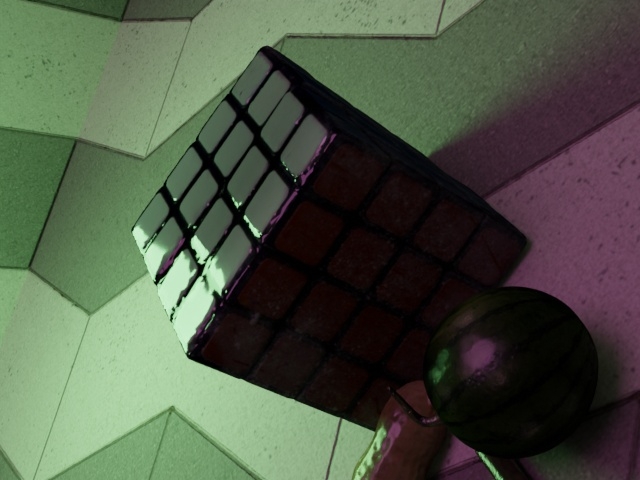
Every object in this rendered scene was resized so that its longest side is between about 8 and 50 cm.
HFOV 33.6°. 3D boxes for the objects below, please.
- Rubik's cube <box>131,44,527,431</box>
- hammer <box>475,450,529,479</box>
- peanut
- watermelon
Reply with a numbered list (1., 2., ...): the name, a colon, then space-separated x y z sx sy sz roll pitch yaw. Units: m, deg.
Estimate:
1. Rubik's cube: 0.000 0.000 1.423 0.343 0.344 0.337 -54 32 10
2. hammer: 0.242 0.307 1.128 0.125 0.027 0.297 -49 33 11
3. peanut: 0.095 0.270 1.310 0.099 0.100 0.214 11 77 58
4. watermelon: 0.197 0.151 1.157 0.215 0.188 0.188 -40 35 6
